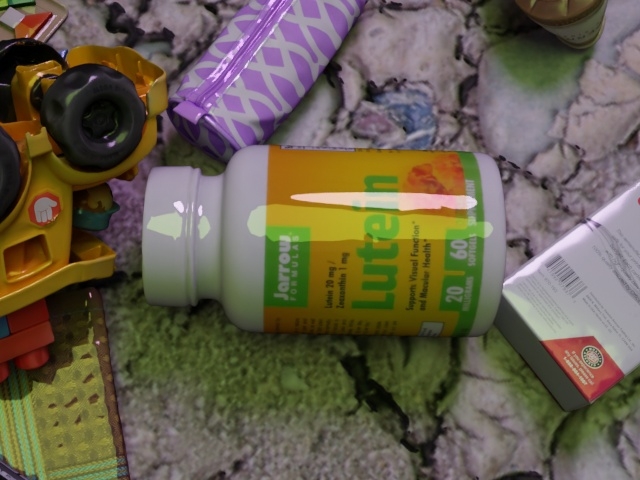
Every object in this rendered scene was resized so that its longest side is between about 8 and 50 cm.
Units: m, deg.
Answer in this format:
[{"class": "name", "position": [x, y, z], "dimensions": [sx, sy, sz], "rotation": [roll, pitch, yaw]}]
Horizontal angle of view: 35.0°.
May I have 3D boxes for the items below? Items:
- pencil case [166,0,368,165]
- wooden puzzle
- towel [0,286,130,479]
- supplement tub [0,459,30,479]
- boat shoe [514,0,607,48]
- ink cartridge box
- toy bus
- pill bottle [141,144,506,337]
[{"class": "pencil case", "position": [-0.037, -0.155, 0.807], "dimensions": [0.086, 0.088, 0.206], "rotation": [30, 75, 8]}, {"class": "wooden puzzle", "position": [-0.257, -0.182, 0.842], "dimensions": [0.116, 0.014, 0.078], "rotation": [24, 74, 4]}, {"class": "towel", "position": [-0.320, 0.190, 0.714], "dimensions": [0.370, 0.040, 0.271], "rotation": [-10, 75, -8]}, {"class": "supplement tub", "position": [-0.227, 0.195, 0.640], "dimensions": [0.190, 0.117, 0.117], "rotation": [32, 74, 5]}, {"class": "boat shoe", "position": [0.170, -0.294, 0.871], "dimensions": [0.105, 0.089, 0.285], "rotation": [-19, 70, 18]}, {"class": "ink cartridge box", "position": [0.217, 0.041, 0.772], "dimensions": [0.150, 0.063, 0.109], "rotation": [-35, 77, -13]}, {"class": "toy bus", "position": [-0.207, -0.016, 0.692], "dimensions": [0.220, 0.211, 0.149], "rotation": [-26, 31, -30]}, {"class": "pill bottle", "position": [0.000, 0.000, 0.735], "dimensions": [0.246, 0.136, 0.136], "rotation": [1, 73, -2]}]
